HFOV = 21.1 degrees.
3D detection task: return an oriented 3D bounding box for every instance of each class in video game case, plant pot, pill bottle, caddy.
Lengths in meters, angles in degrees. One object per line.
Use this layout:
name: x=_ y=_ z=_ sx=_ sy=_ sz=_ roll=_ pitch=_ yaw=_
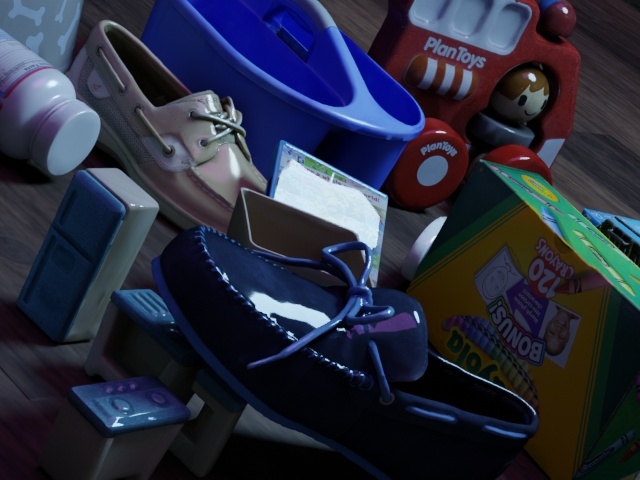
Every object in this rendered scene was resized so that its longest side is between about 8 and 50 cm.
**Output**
video game case: x=0.000 y=0.000 z=1.513 sx=0.119 sy=0.015 sz=0.166 roll=27 pitch=48 yaw=-20
plant pot: x=-0.031 y=0.037 z=1.391 sx=0.109 sy=0.096 sz=0.109 roll=21 pitch=22 yaw=-17
pill bottle: x=-0.270 y=-0.126 z=1.490 sx=0.160 sy=0.087 sz=0.087 roll=36 pitch=22 yaw=20
caddy: x=-0.045 y=-0.165 z=1.738 sx=0.241 sy=0.179 sz=0.341 roll=10 pitch=26 yaw=-41

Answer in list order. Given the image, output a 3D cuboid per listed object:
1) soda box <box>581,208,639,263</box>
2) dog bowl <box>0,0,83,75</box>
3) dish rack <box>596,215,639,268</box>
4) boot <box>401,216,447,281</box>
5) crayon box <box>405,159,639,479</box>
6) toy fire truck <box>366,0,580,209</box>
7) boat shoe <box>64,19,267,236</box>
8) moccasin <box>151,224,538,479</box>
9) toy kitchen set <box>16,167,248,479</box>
soda box: x=0.374 y=0.023 z=1.977 sx=0.210 sy=0.067 sz=0.071 roll=10 pitch=28 yaw=-40
dog bowl: x=-0.387 y=-0.281 z=1.691 sx=0.349 sy=0.102 sz=0.349 roll=24 pitch=22 yaw=-10
dish rack: x=0.319 y=0.111 z=1.521 sx=0.074 sy=0.208 sz=0.271 roll=-11 pitch=39 yaw=-34
boot: x=0.151 y=0.023 z=1.690 sx=0.086 sy=0.069 sz=0.190 roll=32 pitch=19 yaw=19
crayon box: x=0.200 y=0.073 z=1.500 sx=0.081 sy=0.165 sz=0.278 roll=11 pitch=26 yaw=-39
toy fire truck: x=0.170 y=-0.167 z=1.902 sx=0.302 sy=0.254 sz=0.169 roll=13 pitch=25 yaw=-34
boat shoe: x=-0.122 y=-0.092 z=1.574 sx=0.302 sy=0.098 sz=0.109 roll=41 pitch=24 yaw=26
moccasin: x=0.026 y=0.071 z=1.210 sx=0.342 sy=0.117 sz=0.138 roll=35 pitch=26 yaw=-42
toy kitchen set: x=-0.151 y=0.056 z=1.157 sx=0.207 sy=0.122 sz=0.166 roll=39 pitch=23 yaw=28
